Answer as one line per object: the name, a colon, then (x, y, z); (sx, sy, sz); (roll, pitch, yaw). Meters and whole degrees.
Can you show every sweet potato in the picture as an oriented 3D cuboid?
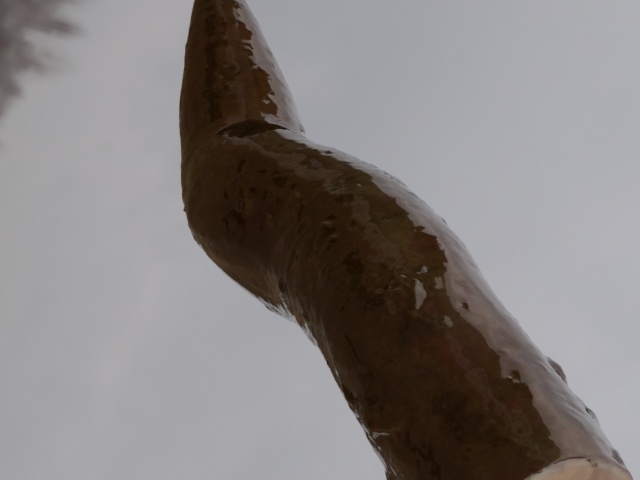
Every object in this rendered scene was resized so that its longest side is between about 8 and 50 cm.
sweet potato: (0.000, 0.000, 0.569); (0.281, 0.059, 0.067); (-132, -150, -51)
